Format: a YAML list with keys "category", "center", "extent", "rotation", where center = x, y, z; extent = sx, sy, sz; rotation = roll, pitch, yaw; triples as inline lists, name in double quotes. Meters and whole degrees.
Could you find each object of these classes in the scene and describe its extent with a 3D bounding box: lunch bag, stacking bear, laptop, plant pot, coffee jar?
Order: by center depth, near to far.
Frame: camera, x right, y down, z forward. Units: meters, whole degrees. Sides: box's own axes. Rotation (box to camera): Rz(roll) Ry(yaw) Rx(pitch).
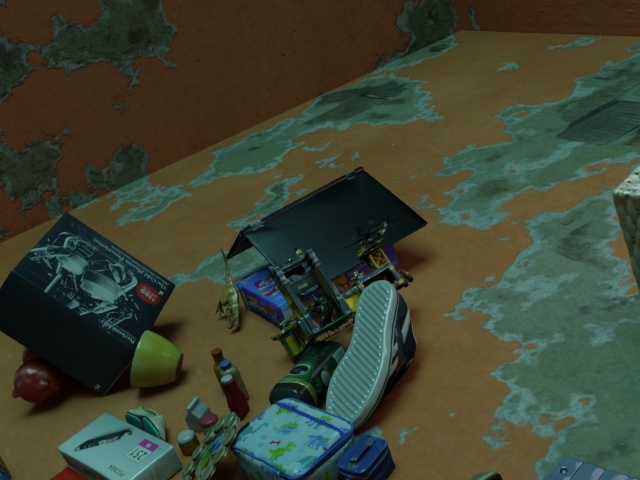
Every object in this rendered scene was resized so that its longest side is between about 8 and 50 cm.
- category: "lunch bag"
  center: [0.075, 0.384, 1.450]
  extent: [0.067, 0.065, 0.098]
  rotation: [2, 31, 41]
- category: "lunch bag"
  center: [-0.046, 0.376, 1.535]
  extent: [0.176, 0.090, 0.219]
  rotation: [-31, 27, -32]
- category: "coffee jar"
  center: [-0.022, 0.286, 1.720]
  extent: [0.096, 0.079, 0.184]
  rotation: [-6, 26, 38]
- category: "plant pot"
  center: [-0.373, 0.283, 1.956]
  extent: [0.095, 0.134, 0.134]
  rotation: [12, 28, 3]
- category: "stacking bear"
  center: [-0.673, 0.293, 2.117]
  extent: [0.175, 0.164, 0.289]
  rotation: [-13, 29, 14]
- category: "laptop"
  center: [0.000, 0.000, 2.199]
  extent: [0.381, 0.236, 0.408]
  rotation: [-28, -7, -21]

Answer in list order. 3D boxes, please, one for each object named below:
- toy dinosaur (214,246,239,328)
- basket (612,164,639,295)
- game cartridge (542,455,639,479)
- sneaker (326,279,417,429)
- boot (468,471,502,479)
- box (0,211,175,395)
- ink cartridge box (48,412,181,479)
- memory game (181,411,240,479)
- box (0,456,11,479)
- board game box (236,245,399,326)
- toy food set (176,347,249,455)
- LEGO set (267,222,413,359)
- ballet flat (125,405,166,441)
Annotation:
- category: "toy dinosaur"
  center: [-0.228, 0.136, 2.153]
  extent: [0.064, 0.112, 0.212]
  rotation: [1, 56, -27]
- category: "basket"
  center: [0.741, -0.007, 1.488]
  extent: [0.266, 0.331, 0.328]
  rotation: [-37, 28, -23]
- category: "game cartridge"
  center: [0.344, 0.443, 1.132]
  extent: [0.230, 0.068, 0.355]
  rotation: [2, 31, 48]
- category: "sneaker"
  center: [0.116, 0.245, 1.675]
  extent: [0.126, 0.127, 0.321]
  rotation: [-7, 51, 40]
- category: "boot"
  center: [0.168, 0.414, 1.307]
  extent: [0.213, 0.077, 0.165]
  rotation: [-31, 20, -35]
- category: "box"
  center: [-0.579, 0.150, 2.075]
  extent: [0.179, 0.343, 0.313]
  rotation: [-50, 12, 27]
- category: "ink cartridge box"
  center: [-0.448, 0.466, 1.680]
  extent: [0.275, 0.060, 0.239]
  rotation: [8, 34, 47]
- category: "memory game"
  center: [-0.210, 0.401, 1.578]
  extent: [0.186, 0.012, 0.186]
  rotation: [-48, 14, 16]
- category: "box"
  center: [-0.842, 0.526, 1.698]
  extent: [0.289, 0.177, 0.279]
  rotation: [-12, 24, 14]
- category: "board game box"
  center: [-0.009, 0.087, 2.144]
  extent: [0.347, 0.078, 0.233]
  rotation: [-29, 25, -22]
- category: "toy food set"
  center: [-0.222, 0.328, 1.747]
  extent: [0.111, 0.105, 0.232]
  rotation: [-5, 27, 30]
- category: "LEGO set"
  center: [0.016, 0.095, 1.859]
  extent: [0.331, 0.192, 0.255]
  rotation: [-30, -13, -13]
- category: "ballet flat"
  center: [-0.360, 0.385, 1.795]
  extent: [0.052, 0.057, 0.168]
  rotation: [-23, 22, -34]
